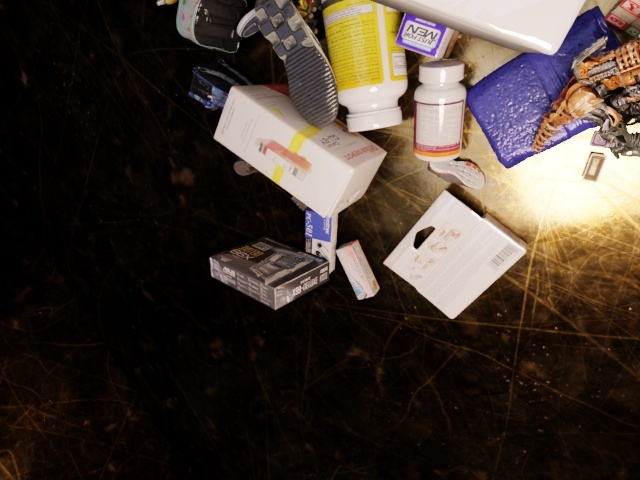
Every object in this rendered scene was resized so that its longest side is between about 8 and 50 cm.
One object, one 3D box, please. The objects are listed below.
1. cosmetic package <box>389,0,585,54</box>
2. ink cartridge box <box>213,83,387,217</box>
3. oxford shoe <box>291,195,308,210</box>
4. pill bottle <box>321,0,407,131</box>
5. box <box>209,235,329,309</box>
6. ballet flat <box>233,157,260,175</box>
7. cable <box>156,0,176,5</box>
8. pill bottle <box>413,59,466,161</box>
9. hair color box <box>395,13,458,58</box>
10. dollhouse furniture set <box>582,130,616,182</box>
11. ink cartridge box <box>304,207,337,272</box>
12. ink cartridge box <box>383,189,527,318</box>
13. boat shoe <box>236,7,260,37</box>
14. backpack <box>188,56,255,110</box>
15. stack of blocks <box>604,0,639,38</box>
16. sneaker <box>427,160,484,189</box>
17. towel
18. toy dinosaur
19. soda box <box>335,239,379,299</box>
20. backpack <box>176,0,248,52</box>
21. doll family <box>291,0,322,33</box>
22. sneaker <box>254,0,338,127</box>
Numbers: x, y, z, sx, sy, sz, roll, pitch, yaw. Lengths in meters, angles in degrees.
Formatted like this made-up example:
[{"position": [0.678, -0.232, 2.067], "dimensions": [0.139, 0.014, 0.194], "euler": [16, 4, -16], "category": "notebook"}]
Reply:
[{"position": [0.241, -0.495, 0.605], "dimensions": [0.328, 0.393, 0.329], "euler": [24, 118, 5], "category": "cosmetic package"}, {"position": [-0.044, -0.262, 1.141], "dimensions": [0.385, 0.279, 0.160], "euler": [37, 122, 10], "category": "ink cartridge box"}, {"position": [-0.082, -0.200, 1.279], "dimensions": [0.096, 0.082, 0.227], "euler": [-32, 126, 16], "category": "oxford shoe"}, {"position": [0.116, -0.451, 1.031], "dimensions": [0.188, 0.188, 0.333], "euler": [0, 109, 28], "category": "pill bottle"}, {"position": [-0.164, 0.091, 1.329], "dimensions": [0.308, 0.243, 0.076], "euler": [20, 119, 37], "category": "box"}, {"position": [-0.168, -0.252, 1.348], "dimensions": [0.250, 0.058, 0.084], "euler": [0, 125, 25], "category": "ballet flat"}, {"position": [-0.357, -0.783, 1.230], "dimensions": [0.288, 0.139, 0.072], "euler": [-10, 142, 13], "category": "cable"}, {"position": [0.290, -0.314, 1.011], "dimensions": [0.121, 0.121, 0.220], "euler": [10, 125, 25], "category": "pill bottle"}, {"position": [0.287, -0.578, 0.889], "dimensions": [0.110, 0.185, 0.338], "euler": [28, 121, 13], "category": "hair color box"}, {"position": [0.645, -0.177, 0.922], "dimensions": [0.091, 0.081, 0.114], "euler": [17, 117, 22], "category": "dollhouse furniture set"}, {"position": [0.000, 0.000, 1.360], "dimensions": [0.097, 0.046, 0.206], "euler": [14, 116, 23], "category": "ink cartridge box"}, {"position": [0.368, 0.039, 1.167], "dimensions": [0.261, 0.066, 0.296], "euler": [40, 123, 9], "category": "ink cartridge box"}, {"position": [-0.155, -0.618, 1.179], "dimensions": [0.184, 0.065, 0.083], "euler": [-26, 96, 28], "category": "boat shoe"}, {"position": [-0.292, -0.463, 1.273], "dimensions": [0.174, 0.158, 0.116], "euler": [31, 130, 1], "category": "backpack"}, {"position": [0.654, -0.512, 0.693], "dimensions": [0.087, 0.171, 0.297], "euler": [39, 110, 8], "category": "stack of blocks"}, {"position": [0.358, -0.179, 1.100], "dimensions": [0.158, 0.065, 0.061], "euler": [26, 79, -1], "category": "sneaker"}, {"position": [0.517, -0.329, 0.940], "dimensions": [0.309, 0.076, 0.227], "euler": [-28, 92, 32], "category": "towel"}, {"position": [0.550, -0.276, 0.794], "dimensions": [0.219, 0.322, 0.164], "euler": [29, 82, -8], "category": "toy dinosaur"}, {"position": [0.120, 0.094, 1.327], "dimensions": [0.063, 0.058, 0.183], "euler": [-21, 98, 33], "category": "soda box"}, {"position": [-0.322, -0.643, 1.188], "dimensions": [0.145, 0.188, 0.165], "euler": [34, 123, 12], "category": "backpack"}, {"position": [-0.057, -0.588, 1.114], "dimensions": [0.076, 0.111, 0.192], "euler": [37, 123, 11], "category": "doll family"}, {"position": [-0.035, -0.448, 1.042], "dimensions": [0.123, 0.146, 0.330], "euler": [-20, 102, 19], "category": "sneaker"}]
